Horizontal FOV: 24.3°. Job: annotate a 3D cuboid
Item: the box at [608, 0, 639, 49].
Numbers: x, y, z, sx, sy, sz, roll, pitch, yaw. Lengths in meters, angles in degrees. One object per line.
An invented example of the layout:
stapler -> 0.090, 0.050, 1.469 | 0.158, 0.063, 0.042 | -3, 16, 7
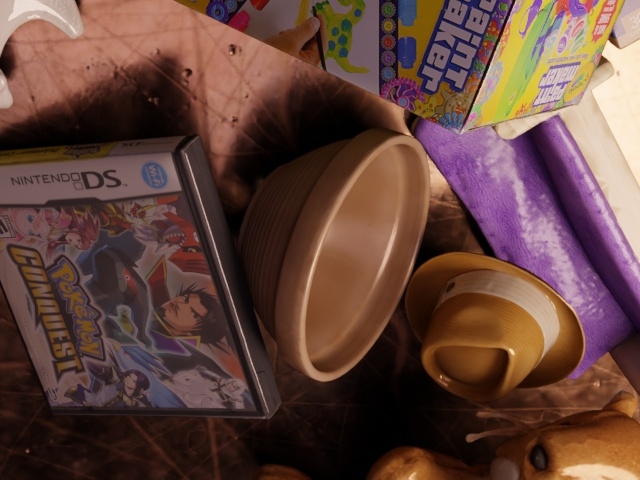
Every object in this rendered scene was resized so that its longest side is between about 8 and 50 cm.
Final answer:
box -> 0.284, -0.303, 1.349 | 0.136, 0.036, 0.225 | -29, 113, 4

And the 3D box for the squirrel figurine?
squirrel figurine -> 0.197, 0.306, 1.445 | 0.370, 0.281, 0.397 | -38, 132, 23

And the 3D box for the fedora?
fedora -> 0.156, 0.098, 1.423 | 0.194, 0.079, 0.194 | 19, 140, 17

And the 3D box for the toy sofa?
toy sofa -> 0.248, -0.005, 1.405 | 0.177, 0.150, 0.362 | -31, 114, 3

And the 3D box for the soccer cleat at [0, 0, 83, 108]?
soccer cleat -> -0.353, -0.137, 1.270 | 0.331, 0.116, 0.143 | -34, 113, 6

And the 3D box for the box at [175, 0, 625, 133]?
box -> 0.071, -0.226, 1.151 | 0.279, 0.290, 0.177 | 28, 110, 19

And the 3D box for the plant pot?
plant pot -> 0.000, 0.000, 1.362 | 0.110, 0.237, 0.237 | 22, 112, 24

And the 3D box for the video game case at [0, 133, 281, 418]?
video game case -> -0.183, 0.040, 1.349 | 0.248, 0.035, 0.275 | -3, 117, 27
